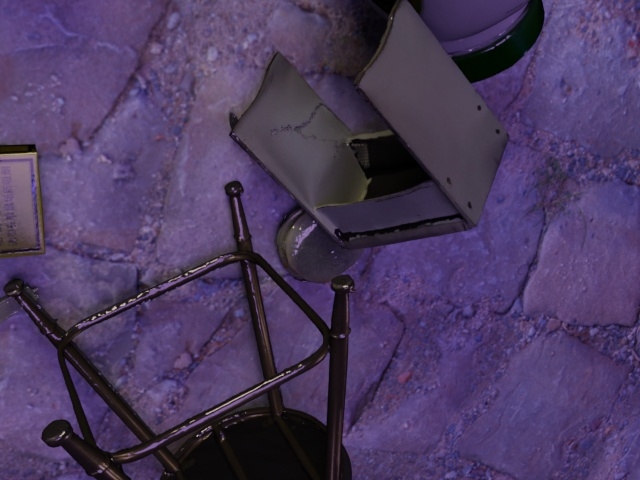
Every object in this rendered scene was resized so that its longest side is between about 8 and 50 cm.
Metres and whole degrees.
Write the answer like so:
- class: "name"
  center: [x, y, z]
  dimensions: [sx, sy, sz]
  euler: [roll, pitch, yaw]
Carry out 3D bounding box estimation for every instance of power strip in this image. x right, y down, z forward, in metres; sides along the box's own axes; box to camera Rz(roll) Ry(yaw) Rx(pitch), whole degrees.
- class: "power strip"
  center: [-0.429, 0.089, 1.053]
  dimensions: [0.083, 0.017, 0.027]
  euler: [-32, 119, -9]

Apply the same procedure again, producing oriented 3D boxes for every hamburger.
- class: "hamburger"
  center: [0.000, 0.000, 1.178]
  dimensions: [0.140, 0.062, 0.133]
  euler: [-44, 123, -5]

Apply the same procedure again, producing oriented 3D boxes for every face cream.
- class: "face cream"
  center: [0.146, -0.392, 0.952]
  dimensions: [0.219, 0.312, 0.357]
  euler: [-50, 139, -11]

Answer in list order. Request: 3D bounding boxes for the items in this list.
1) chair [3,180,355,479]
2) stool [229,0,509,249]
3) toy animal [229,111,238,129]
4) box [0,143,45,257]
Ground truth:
- class: "chair"
  center: [-0.150, 0.218, 1.036]
  dimensions: [0.362, 0.364, 0.410]
  euler: [-26, 123, -17]
- class: "stool"
  center: [0.070, -0.139, 1.022]
  dimensions: [0.270, 0.244, 0.170]
  euler: [44, 55, -29]
- class: "toy animal"
  center: [-0.101, -0.156, 1.094]
  dimensions: [0.084, 0.050, 0.028]
  euler: [21, 60, -23]
- class: "box"
  center: [-0.470, -0.046, 0.960]
  dimensions: [0.220, 0.064, 0.141]
  euler: [-6, 111, -23]
